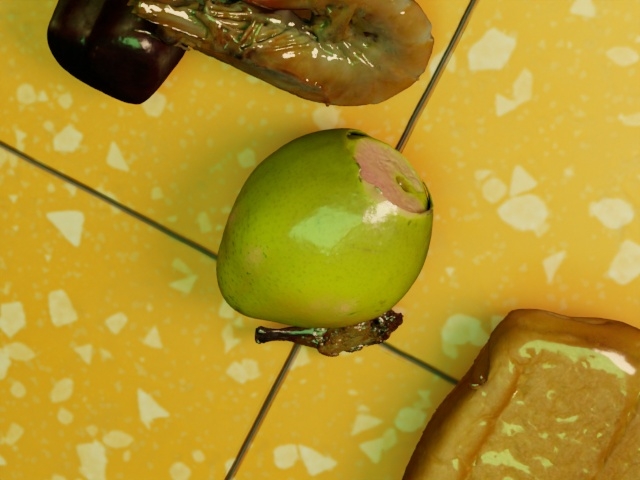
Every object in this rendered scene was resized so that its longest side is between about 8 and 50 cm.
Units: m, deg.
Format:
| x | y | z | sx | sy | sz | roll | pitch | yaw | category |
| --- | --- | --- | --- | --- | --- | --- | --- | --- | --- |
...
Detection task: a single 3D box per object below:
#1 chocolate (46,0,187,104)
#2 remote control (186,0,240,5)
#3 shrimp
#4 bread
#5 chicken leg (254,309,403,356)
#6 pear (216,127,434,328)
| x | y | z | sx | sy | sz | roll | pitch | yaw | category |
| --- | --- | --- | --- | --- | --- | --- | --- | --- | --- |
| -0.197 | -0.181 | 1.709 | 0.149 | 0.080 | 0.125 | 11 | 140 | 27 | chocolate |
| -0.034 | -0.283 | 1.686 | 0.296 | 0.056 | 0.140 | -3 | 103 | 10 | remote control |
| -0.028 | -0.198 | 1.647 | 0.287 | 0.063 | 0.152 | 13 | 138 | -23 | shrimp |
| 0.256 | 0.233 | 1.731 | 0.328 | 0.148 | 0.337 | 26 | 110 | 6 | bread |
| 0.010 | 0.089 | 1.781 | 0.145 | 0.062 | 0.037 | -11 | 66 | 12 | chicken leg |
| 0.000 | 0.000 | 1.701 | 0.187 | 0.187 | 0.219 | 41 | 121 | -2 | pear |
